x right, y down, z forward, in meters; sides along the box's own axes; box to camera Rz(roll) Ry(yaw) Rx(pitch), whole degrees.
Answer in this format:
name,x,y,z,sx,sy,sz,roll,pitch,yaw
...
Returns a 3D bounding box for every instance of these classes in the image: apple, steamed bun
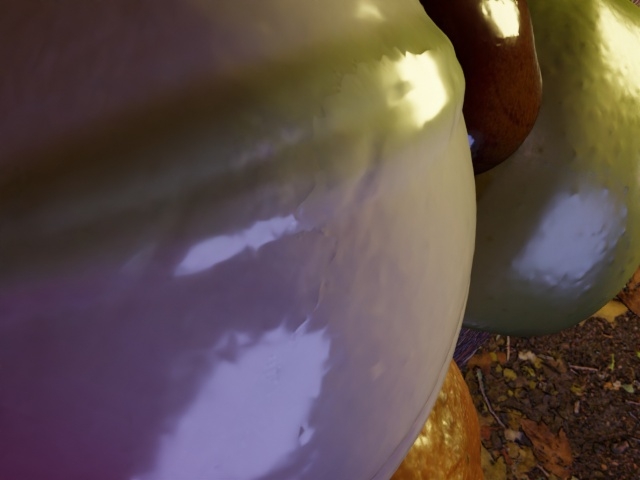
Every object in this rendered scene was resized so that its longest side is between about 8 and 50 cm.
name,x,y,z,sx,sy,sz,roll,pitch,yaw
apple,0.111,-0.067,1.077,0.279,0.279,0.279,-43,167,-12
steamed bun,-0.097,0.026,0.557,0.309,0.309,0.309,-43,167,-12

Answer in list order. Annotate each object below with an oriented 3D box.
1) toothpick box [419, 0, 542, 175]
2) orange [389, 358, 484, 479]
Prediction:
name,x,y,z,sx,sy,sz,roll,pitch,yaw
toothpick box,-0.012,-0.064,0.909,0.294,0.192,0.192,-46,169,34
orange,-0.050,0.119,0.797,0.264,0.264,0.264,-43,167,-12
